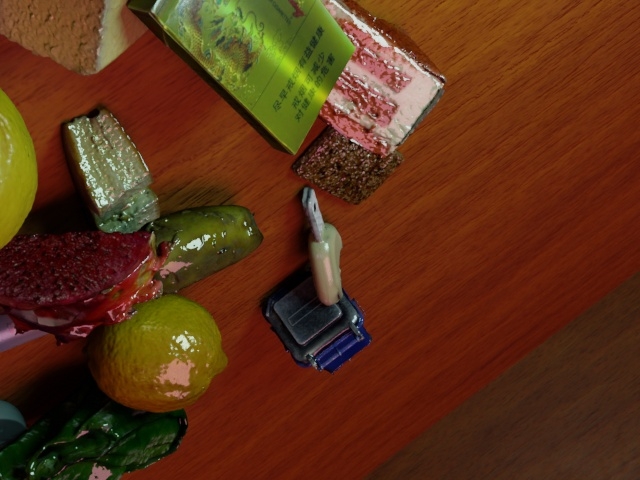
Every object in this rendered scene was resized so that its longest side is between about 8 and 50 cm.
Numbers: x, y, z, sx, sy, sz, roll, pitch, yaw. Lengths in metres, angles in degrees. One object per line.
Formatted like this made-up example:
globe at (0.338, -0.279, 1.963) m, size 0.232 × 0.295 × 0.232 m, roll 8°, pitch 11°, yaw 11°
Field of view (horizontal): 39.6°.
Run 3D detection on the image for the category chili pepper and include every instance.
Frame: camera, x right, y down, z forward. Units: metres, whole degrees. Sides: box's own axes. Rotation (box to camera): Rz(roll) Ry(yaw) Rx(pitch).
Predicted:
chili pepper at (-0.388, 0.324, 1.480) m, size 0.385 × 0.167 × 0.213 m, roll -17°, pitch 145°, yaw -56°

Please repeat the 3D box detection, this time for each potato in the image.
potato at (-0.190, 0.004, 1.321) m, size 0.251 × 0.113 × 0.149 m, roll -27°, pitch -174°, yaw -39°

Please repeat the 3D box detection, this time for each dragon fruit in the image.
dragon fruit at (-0.322, 0.079, 1.167) m, size 0.274 × 0.126 × 0.161 m, roll -3°, pitch 146°, yaw 2°

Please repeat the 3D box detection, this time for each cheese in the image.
cheese at (0.001, 0.000, 1.568) m, size 0.050 × 0.127 × 0.235 m, roll -3°, pitch 141°, yaw 15°

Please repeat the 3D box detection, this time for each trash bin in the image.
trash bin at (0.011, 0.173, 1.741) m, size 0.162 × 0.184 × 0.234 m, roll -37°, pitch 156°, yaw 0°

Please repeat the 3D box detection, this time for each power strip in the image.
power strip at (-0.549, 0.322, 1.458) m, size 0.137 × 0.044 × 0.216 m, roll -41°, pitch 150°, yaw 3°

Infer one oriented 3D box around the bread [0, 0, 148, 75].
bread at (-0.232, -0.320, 0.928) m, size 0.178 × 0.135 × 0.240 m, roll -57°, pitch 170°, yaw -47°

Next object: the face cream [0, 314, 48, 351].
face cream at (-0.388, 0.094, 1.287) m, size 0.229 × 0.075 × 0.075 m, roll -22°, pitch 147°, yaw -28°

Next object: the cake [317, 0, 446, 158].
cake at (0.030, -0.265, 1.271) m, size 0.262 × 0.159 × 0.158 m, roll 33°, pitch 110°, yaw -23°

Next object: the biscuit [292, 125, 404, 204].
biscuit at (0.053, -0.129, 1.510) m, size 0.131 × 0.025 × 0.231 m, roll -46°, pitch 149°, yaw 15°

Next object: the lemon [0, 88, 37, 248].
lemon at (-0.411, -0.085, 0.853) m, size 0.240 × 0.240 × 0.219 m, roll -35°, pitch 138°, yaw -6°

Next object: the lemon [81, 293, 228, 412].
lemon at (-0.262, 0.176, 1.417) m, size 0.231 × 0.192 × 0.192 m, roll 6°, pitch 137°, yaw -8°

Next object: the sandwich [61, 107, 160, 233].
sandwich at (-0.271, -0.062, 1.182) m, size 0.090 × 0.088 × 0.244 m, roll -31°, pitch 150°, yaw -20°

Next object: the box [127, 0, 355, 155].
box at (-0.076, -0.247, 1.036) m, size 0.173 × 0.043 × 0.311 m, roll -62°, pitch 144°, yaw -9°
